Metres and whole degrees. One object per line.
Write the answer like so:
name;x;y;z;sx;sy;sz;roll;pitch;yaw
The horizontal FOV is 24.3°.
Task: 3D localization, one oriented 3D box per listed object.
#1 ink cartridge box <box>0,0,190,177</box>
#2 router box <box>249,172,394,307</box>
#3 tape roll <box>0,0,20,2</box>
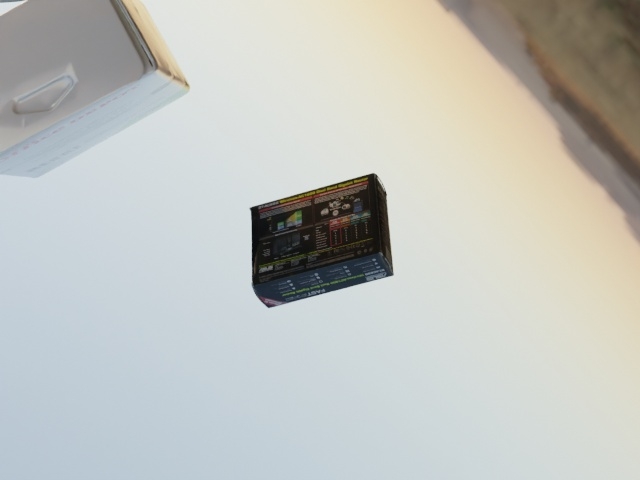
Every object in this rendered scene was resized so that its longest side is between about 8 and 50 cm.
ink cartridge box;-0.249;-0.154;1.428;0.114;0.198;0.273;61;-178;0
router box;0.000;0.000;1.297;0.038;0.123;0.092;58;-158;-48
tape roll;-0.341;-0.214;0.933;0.392;0.072;0.392;5;180;0
